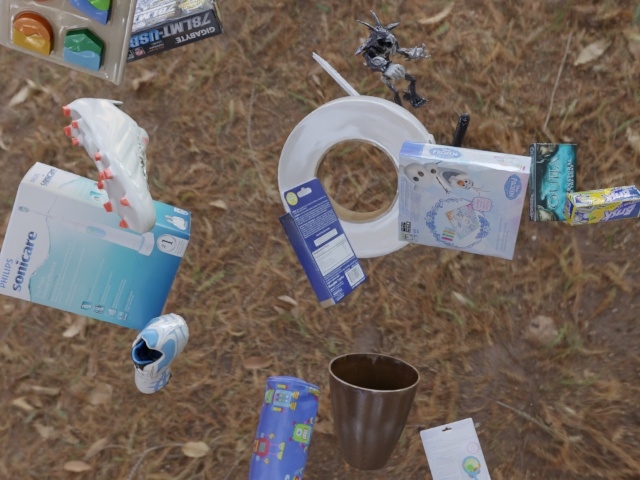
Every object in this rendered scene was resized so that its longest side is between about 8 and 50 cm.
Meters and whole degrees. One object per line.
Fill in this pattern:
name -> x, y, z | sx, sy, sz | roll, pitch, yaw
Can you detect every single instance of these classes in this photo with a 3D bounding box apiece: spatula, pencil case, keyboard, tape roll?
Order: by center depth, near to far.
pencil case -> -0.077, 0.451, 1.416 | 0.119, 0.133, 0.306 | -11, 64, 51
tape roll -> 0.093, -0.148, 1.559 | 0.391, 0.072, 0.392 | 5, 111, 12
keyboard -> 0.065, -0.439, 1.822 | 0.014, 0.072, 0.256 | -51, 58, 21
spatula -> 0.373, -0.226, 1.853 | 0.084, 0.297, 0.030 | 7, 35, -2

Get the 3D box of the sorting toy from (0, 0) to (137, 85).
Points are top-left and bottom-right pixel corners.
sorting toy -> -0.386, -0.339, 0.977 | 0.208, 0.193, 0.038 | 20, 45, -10

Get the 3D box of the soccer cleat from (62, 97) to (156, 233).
soccer cleat -> -0.214, -0.091, 0.715 | 0.076, 0.068, 0.196 | -18, 58, -32

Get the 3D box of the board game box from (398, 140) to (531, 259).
board game box -> 0.103, -0.028, 0.485 | 0.090, 0.090, 0.020 | 11, 50, 16

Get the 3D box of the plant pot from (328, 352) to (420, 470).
plant pot -> 0.117, 0.415, 1.559 | 0.215, 0.215, 0.231 | 9, 104, 20

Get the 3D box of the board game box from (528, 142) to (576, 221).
board game box -> 0.558, -0.139, 1.576 | 0.126, 0.026, 0.186 | -3, 93, -21

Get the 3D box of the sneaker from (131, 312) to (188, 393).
sneaker -> -0.297, 0.203, 1.141 | 0.085, 0.086, 0.237 | 58, 141, 21

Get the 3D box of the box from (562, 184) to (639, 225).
box -> 0.655, -0.081, 1.517 | 0.168, 0.059, 0.054 | -8, 41, -5

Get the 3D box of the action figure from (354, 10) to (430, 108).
action figure -> 0.194, -0.444, 1.654 | 0.164, 0.276, 0.141 | -44, 33, -23

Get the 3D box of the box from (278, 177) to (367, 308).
box -> 0.000, 0.000, 1.238 | 0.036, 0.136, 0.225 | -22, 95, 35

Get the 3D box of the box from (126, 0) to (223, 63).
box -> -0.369, -0.508, 1.411 | 0.295, 0.073, 0.293 | -18, 52, 3

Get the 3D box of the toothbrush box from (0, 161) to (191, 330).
toothbrush box -> -0.411, 0.017, 1.197 | 0.295, 0.126, 0.216 | 17, 108, -18

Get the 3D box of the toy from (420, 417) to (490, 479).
toy -> 0.350, 0.582, 1.640 | 0.136, 0.056, 0.237 | -19, 66, 11
